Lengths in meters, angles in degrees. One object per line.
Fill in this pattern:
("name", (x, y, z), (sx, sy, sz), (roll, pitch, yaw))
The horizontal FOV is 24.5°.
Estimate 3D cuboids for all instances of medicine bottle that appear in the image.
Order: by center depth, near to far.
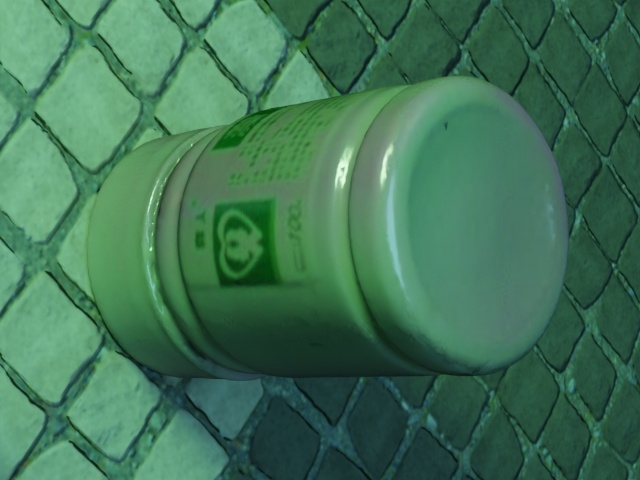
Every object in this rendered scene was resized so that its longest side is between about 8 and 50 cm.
("medicine bottle", (0.000, 0.000, 1.109), (0.212, 0.325, 0.212), (6, 82, -43))
